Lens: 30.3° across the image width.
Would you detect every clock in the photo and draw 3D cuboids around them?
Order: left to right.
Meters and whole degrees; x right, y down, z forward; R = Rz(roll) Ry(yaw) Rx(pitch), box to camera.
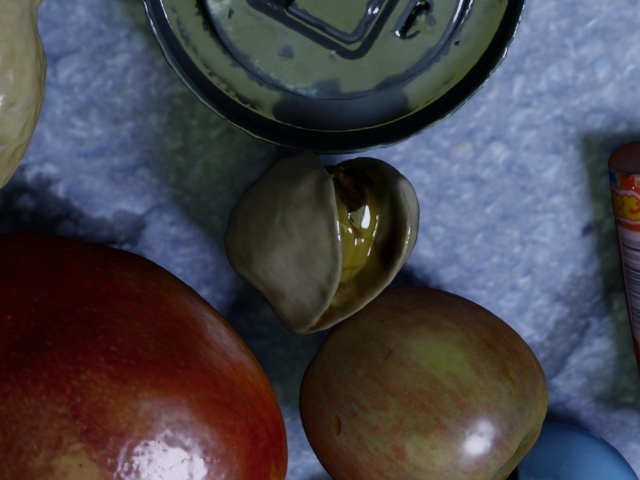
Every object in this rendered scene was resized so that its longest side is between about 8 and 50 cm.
[{"bbox_3d":[0.011,-0.199,0.841,0.280,0.055,0.281,1,118,1],"label":"clock"}]

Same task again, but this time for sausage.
[{"bbox_3d":[0.285,0.050,0.955,0.074,0.074,0.274,-12,117,9],"label":"sausage"}]

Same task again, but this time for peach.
[{"bbox_3d":[-0.192,0.142,0.907,0.308,0.308,0.332,-30,108,17],"label":"peach"}]

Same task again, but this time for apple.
[{"bbox_3d":[0.079,0.130,0.939,0.174,0.188,0.188,40,117,17],"label":"apple"}]

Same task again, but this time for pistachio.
[{"bbox_3d":[0.000,0.000,0.883,0.129,0.206,0.131,-3,80,-19],"label":"pistachio"}]

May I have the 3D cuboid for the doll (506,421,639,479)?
[{"bbox_3d":[0.158,0.254,1.037,0.314,0.141,0.177,-12,88,22],"label":"doll"}]

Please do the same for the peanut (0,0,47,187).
[{"bbox_3d":[-0.307,-0.082,0.866,0.340,0.158,0.174,-41,80,17],"label":"peanut"}]
